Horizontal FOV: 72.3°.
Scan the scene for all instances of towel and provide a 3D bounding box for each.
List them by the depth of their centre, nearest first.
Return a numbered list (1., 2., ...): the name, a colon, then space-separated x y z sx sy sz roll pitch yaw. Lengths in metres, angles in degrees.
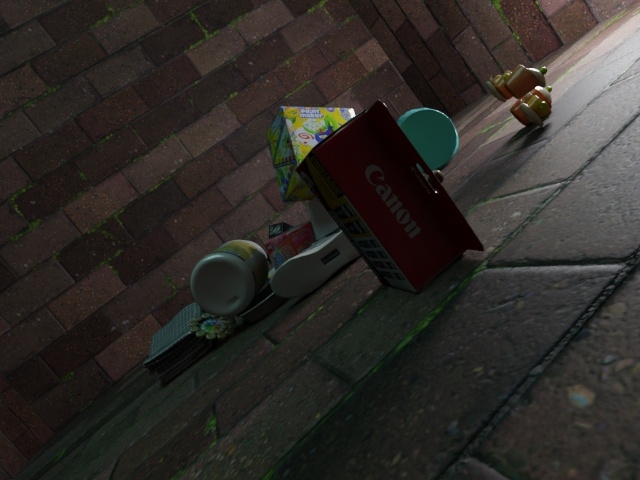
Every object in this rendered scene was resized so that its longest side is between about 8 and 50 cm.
1. towel: -0.566 0.398 1.751 0.283 0.121 0.235 -37 29 1

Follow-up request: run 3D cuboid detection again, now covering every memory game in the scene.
1. memory game: -0.405 0.322 1.664 0.186 0.185 0.012 -53 -26 -68

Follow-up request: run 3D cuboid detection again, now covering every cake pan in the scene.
1. cake pan: -0.181 0.207 1.639 0.293 0.054 0.293 -37 6 5

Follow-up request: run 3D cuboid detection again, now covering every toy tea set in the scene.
1. toy tea set: 0.599 -0.432 1.251 0.124 0.200 0.336 -44 3 19

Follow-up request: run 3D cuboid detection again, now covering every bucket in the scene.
1. bucket: 0.419 -0.407 1.792 0.281 0.281 0.183 -36 8 12

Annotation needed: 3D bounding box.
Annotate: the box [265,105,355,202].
1. box: -0.006 -0.304 1.546 0.289 0.280 0.177 -7 -16 -28

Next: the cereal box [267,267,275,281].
1. cereal box: -0.199 0.147 2.202 0.173 0.047 0.240 -39 6 -12

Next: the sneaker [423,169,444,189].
1. sneaker: 0.329 -0.155 1.446 0.188 0.066 0.071 -39 20 40

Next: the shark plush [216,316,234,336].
1. shark plush: -0.438 0.374 1.889 0.161 0.073 0.067 -55 -14 -52

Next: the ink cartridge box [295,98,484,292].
1. ink cartridge box: 0.109 -0.066 0.809 0.130 0.310 0.272 -39 6 -9

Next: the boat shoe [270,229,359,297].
1. boat shoe: 0.002 0.068 1.406 0.340 0.127 0.158 -29 0 3

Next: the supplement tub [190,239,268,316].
1. supplement tub: -0.335 0.132 1.701 0.241 0.241 0.331 -36 6 12

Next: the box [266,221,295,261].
1. box: -0.117 0.028 1.722 0.077 0.180 0.148 -14 64 36

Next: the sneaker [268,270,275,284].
1. sneaker: -0.197 0.184 1.960 0.073 0.063 0.162 -56 3 -3

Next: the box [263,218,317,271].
1. box: -0.042 0.004 1.627 0.154 0.142 0.299 -19 7 43

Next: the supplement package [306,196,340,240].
1. supplement package: 0.098 -0.103 1.542 0.203 0.150 0.194 -3 -19 -40
